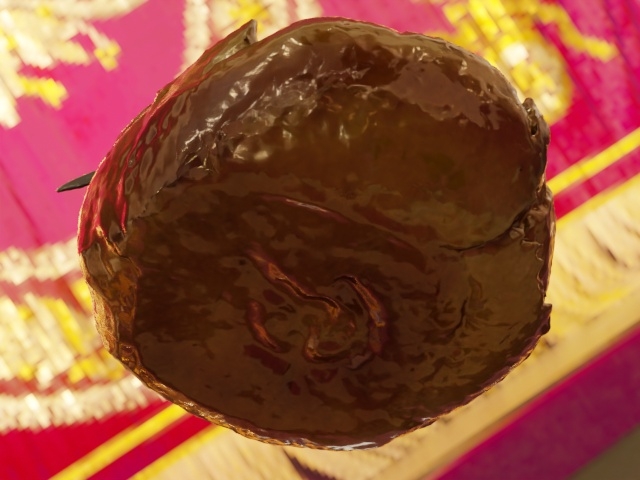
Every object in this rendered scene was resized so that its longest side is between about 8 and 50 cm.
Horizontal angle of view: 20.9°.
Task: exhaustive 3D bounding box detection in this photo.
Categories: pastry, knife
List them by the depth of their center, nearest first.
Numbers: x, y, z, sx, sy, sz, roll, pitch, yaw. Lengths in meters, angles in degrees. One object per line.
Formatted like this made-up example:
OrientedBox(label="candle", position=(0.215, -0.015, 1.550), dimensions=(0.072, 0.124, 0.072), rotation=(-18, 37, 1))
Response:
OrientedBox(label="pastry", position=(0.000, 0.000, 1.228), dimensions=(0.356, 0.356, 0.164), rotation=(-35, 30, 27))
OrientedBox(label="knife", position=(-0.149, -0.072, 1.511), dimensions=(0.170, 0.010, 0.023), rotation=(-21, 37, -13))
